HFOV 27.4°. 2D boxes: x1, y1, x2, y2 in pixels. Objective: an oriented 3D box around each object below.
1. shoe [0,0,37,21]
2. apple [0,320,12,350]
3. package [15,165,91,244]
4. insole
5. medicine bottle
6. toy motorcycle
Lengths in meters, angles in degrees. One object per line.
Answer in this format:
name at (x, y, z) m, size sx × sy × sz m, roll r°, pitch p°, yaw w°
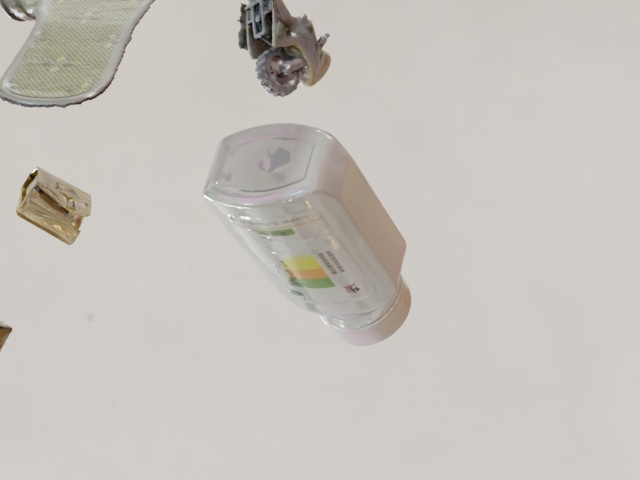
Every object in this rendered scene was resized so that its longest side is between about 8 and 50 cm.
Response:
shoe at (-0.314, -0.418, 1.765) m, size 0.109 × 0.149 × 0.293 m, roll 48°, pitch -123°, yaw -50°
apple at (-0.539, 0.097, 1.577) m, size 0.179 × 0.346 × 0.254 m, roll -49°, pitch -32°, yaw -27°
package at (-0.287, -0.044, 1.419) m, size 0.047 × 0.071 × 0.131 m, roll -59°, pitch 15°, yaw 8°
insole at (-0.177, -0.179, 1.003) m, size 0.322 × 0.109 × 0.007 m, roll -84°, pitch -7°, yaw -56°
medicine bottle at (0.000, 0.000, 1.431) m, size 0.296 × 0.161 × 0.111 m, roll 54°, pitch -136°, yaw -50°
toy motorcycle at (-0.050, -0.313, 1.901) m, size 0.094 × 0.129 × 0.229 m, roll -22°, pitch 71°, yaw 50°
